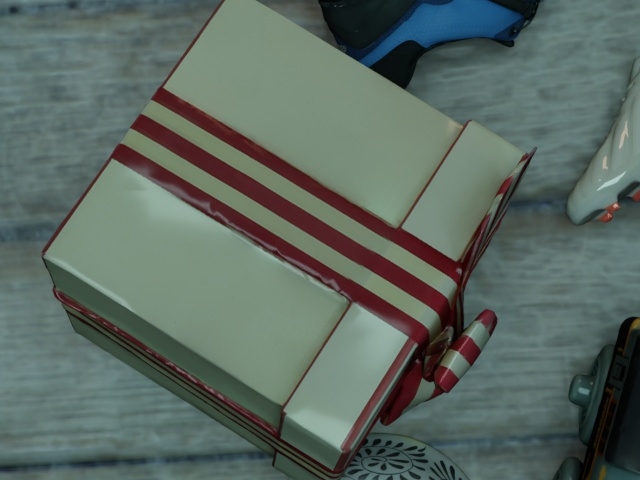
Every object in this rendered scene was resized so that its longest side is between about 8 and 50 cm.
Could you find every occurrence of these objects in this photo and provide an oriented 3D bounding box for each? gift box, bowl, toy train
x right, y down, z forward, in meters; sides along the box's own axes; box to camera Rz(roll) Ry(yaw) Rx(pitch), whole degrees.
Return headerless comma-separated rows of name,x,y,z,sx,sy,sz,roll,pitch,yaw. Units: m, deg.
gift box,0.000,0.000,1.051,0.258,0.255,0.276,33,80,6
bowl,0.041,0.228,1.139,0.170,0.080,0.170,0,88,3
toy train,0.216,0.203,1.073,0.142,0.190,0.333,17,89,5

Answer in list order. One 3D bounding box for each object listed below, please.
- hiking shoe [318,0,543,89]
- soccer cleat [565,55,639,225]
hiking shoe,0.135,-0.215,1.153,0.304,0.113,0.132,-23,117,-4
soccer cleat,0.241,-0.091,1.148,0.196,0.068,0.076,-43,81,-6
